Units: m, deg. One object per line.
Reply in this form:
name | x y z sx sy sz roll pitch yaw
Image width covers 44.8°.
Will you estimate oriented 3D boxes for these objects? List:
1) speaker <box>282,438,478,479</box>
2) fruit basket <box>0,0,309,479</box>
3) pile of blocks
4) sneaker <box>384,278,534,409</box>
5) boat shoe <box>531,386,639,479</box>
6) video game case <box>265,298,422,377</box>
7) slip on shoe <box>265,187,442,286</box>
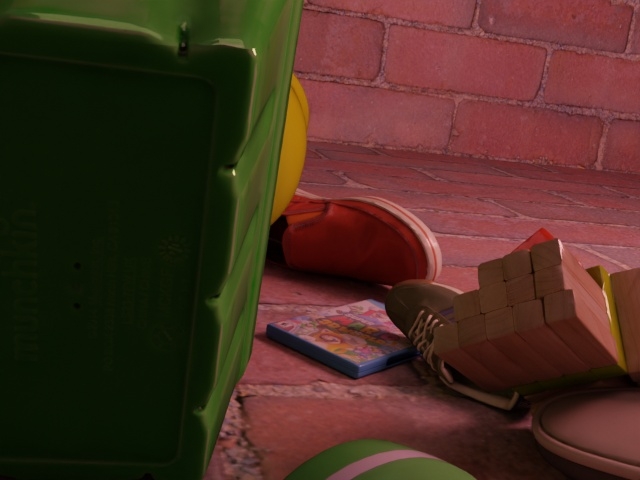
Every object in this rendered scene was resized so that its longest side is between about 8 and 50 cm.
speaker | 0.085 0.178 0.238 0.131 0.131 0.296 -1 16 -33
fruit basket | -0.135 -0.059 0.570 0.282 0.392 0.392 5 14 -11
pile of blocks | 0.251 0.077 0.622 0.362 0.149 0.113 19 54 -22
sneaker | 0.124 0.093 0.705 0.192 0.064 0.086 29 22 32
boat shoe | 0.306 0.166 0.492 0.335 0.096 0.112 1 22 25
video game case | 0.044 0.095 0.788 0.119 0.015 0.166 19 17 39
slip on shoe | 0.000 0.000 0.983 0.331 0.123 0.101 17 39 32
